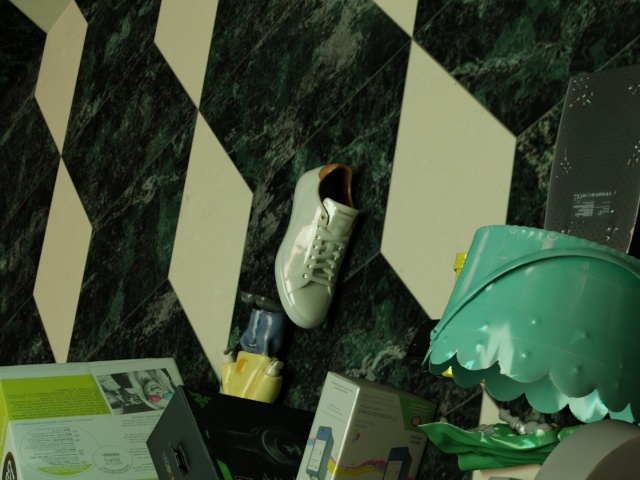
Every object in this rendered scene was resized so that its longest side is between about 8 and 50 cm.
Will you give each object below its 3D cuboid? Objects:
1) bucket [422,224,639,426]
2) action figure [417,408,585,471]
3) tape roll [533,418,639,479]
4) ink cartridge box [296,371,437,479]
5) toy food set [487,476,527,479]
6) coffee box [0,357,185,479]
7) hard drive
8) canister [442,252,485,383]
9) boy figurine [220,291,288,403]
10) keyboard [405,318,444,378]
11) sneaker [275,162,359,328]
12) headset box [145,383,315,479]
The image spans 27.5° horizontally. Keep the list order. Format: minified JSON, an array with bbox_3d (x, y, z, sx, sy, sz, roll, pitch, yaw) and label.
[{"bbox_3d":[0.279,0.105,1.581,0.281,0.281,0.183,1,72,57],"label":"bucket"},{"bbox_3d":[0.256,0.259,1.699,0.232,0.137,0.063,-9,56,46],"label":"action figure"},{"bbox_3d":[0.329,0.312,1.447,0.072,0.219,0.219,13,87,58],"label":"tape roll"},{"bbox_3d":[0.062,0.316,1.912,0.093,0.154,0.212,19,91,56],"label":"ink cartridge box"},{"bbox_3d":[0.230,0.358,1.683,0.232,0.104,0.111,-11,67,55],"label":"toy food set"},{"bbox_3d":[-0.408,0.446,2.336,0.334,0.338,0.337,-122,39,-51],"label":"coffee box"},{"bbox_3d":[0.378,-0.099,1.711,0.172,0.054,0.254,-4,73,56],"label":"hard drive"},{"bbox_3d":[0.234,0.110,1.780,0.073,0.126,0.170,44,-124,-77],"label":"canister"},{"bbox_3d":[-0.130,0.236,2.305,0.177,0.092,0.285,14,86,55],"label":"boy figurine"},{"bbox_3d":[0.198,0.162,1.903,0.192,0.038,0.100,-5,49,57],"label":"keyboard"},{"bbox_3d":[0.000,0.000,2.194,0.123,0.106,0.290,-25,55,53],"label":"sneaker"},{"bbox_3d":[-0.115,0.367,2.042,0.131,0.283,0.246,-60,34,22],"label":"headset box"}]
